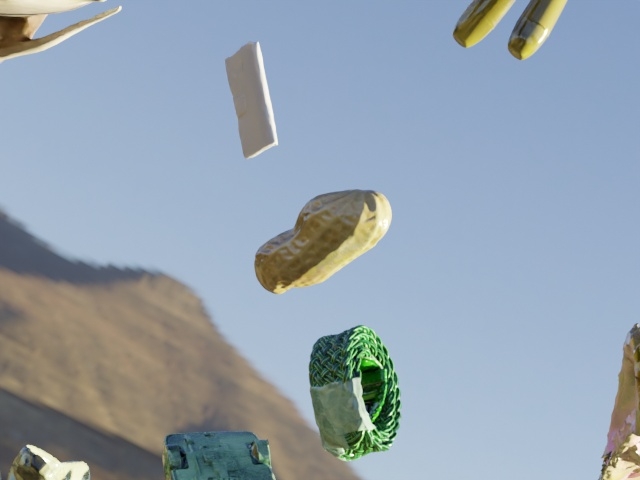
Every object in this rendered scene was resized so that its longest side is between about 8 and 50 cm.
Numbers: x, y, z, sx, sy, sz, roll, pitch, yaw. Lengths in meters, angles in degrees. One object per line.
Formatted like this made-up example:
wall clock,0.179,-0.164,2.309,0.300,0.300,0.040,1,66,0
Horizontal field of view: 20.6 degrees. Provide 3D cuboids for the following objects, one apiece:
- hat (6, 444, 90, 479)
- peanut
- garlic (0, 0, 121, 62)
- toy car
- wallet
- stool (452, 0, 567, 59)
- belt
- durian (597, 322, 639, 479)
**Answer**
hat,-0.246,0.249,1.639,0.122,0.081,0.166,67,12,7
peanut,0.000,0.000,2.182,0.093,0.194,0.083,48,17,-40
garlic,-0.274,-0.233,1.553,0.246,0.231,0.340,-6,36,-28
toy car,-0.077,0.232,1.465,0.090,0.076,0.224,-1,26,-13
wallet,-0.052,-0.107,1.351,0.011,0.083,0.044,-5,-12,-35
stool,0.144,-0.216,1.372,0.135,0.110,0.134,42,-10,16
belt,0.030,0.172,1.935,0.079,0.151,0.121,-20,-37,25
durian,0.296,0.154,1.550,0.165,0.132,0.182,41,-16,46
